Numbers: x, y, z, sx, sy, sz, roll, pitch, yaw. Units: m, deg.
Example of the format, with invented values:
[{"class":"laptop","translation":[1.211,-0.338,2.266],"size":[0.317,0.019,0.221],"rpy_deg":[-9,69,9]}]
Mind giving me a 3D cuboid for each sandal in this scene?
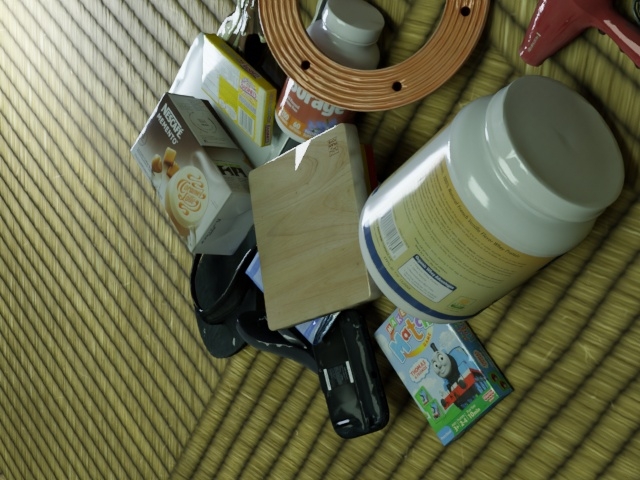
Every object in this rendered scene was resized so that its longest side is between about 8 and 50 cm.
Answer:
[{"class":"sandal","translation":[-0.034,0.166,2.011],"size":[0.254,0.097,0.055],"rpy_deg":[21,120,32]},{"class":"sandal","translation":[-0.165,0.032,2.098],"size":[0.167,0.107,0.446],"rpy_deg":[44,130,30]}]

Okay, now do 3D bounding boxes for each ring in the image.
[{"class":"ring","translation":[0.074,-0.349,1.652],"size":[0.336,0.032,0.337],"rpy_deg":[1,93,18]}]

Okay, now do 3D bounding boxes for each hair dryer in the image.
[{"class":"hair dryer","translation":[0.357,-0.259,1.428],"size":[0.293,0.080,0.224],"rpy_deg":[3,105,49]}]

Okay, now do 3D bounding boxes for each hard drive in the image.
[{"class":"hard drive","translation":[-0.162,-0.192,2.021],"size":[0.307,0.040,0.203],"rpy_deg":[48,119,35]}]

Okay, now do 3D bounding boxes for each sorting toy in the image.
[{"class":"sorting toy","translation":[0.011,-0.014,1.761],"size":[0.257,0.089,0.256],"rpy_deg":[-22,72,51]}]

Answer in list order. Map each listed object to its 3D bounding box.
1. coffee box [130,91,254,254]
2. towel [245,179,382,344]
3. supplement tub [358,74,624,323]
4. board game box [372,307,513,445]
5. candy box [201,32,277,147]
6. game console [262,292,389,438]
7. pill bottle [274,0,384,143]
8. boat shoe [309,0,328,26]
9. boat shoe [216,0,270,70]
[{"class":"coffee box","translation":[-0.201,-0.112,1.955],"size":[0.141,0.098,0.246],"rpy_deg":[-52,55,29]},{"class":"towel","translation":[0.000,0.000,1.875],"size":[0.209,0.034,0.285],"rpy_deg":[46,115,33]},{"class":"supplement tub","translation":[0.218,-0.049,1.539],"size":[0.316,0.228,0.228],"rpy_deg":[-42,70,47]},{"class":"board game box","translation":[0.183,0.186,1.805],"size":[0.211,0.039,0.160],"rpy_deg":[57,138,20]},{"class":"candy box","translation":[-0.136,-0.247,1.918],"size":[0.206,0.027,0.105],"rpy_deg":[46,139,40]},{"class":"game console","translation":[0.014,0.142,1.905],"size":[0.213,0.044,0.361],"rpy_deg":[-25,72,36]},{"class":"pill bottle","translation":[0.017,-0.256,1.784],"size":[0.121,0.121,0.216],"rpy_deg":[48,134,27]},{"class":"boat shoe","translation":[0.011,-0.329,1.829],"size":[0.038,0.046,0.125],"rpy_deg":[41,122,39]},{"class":"boat shoe","translation":[-0.086,-0.363,1.895],"size":[0.095,0.095,0.257],"rpy_deg":[60,150,16]}]
